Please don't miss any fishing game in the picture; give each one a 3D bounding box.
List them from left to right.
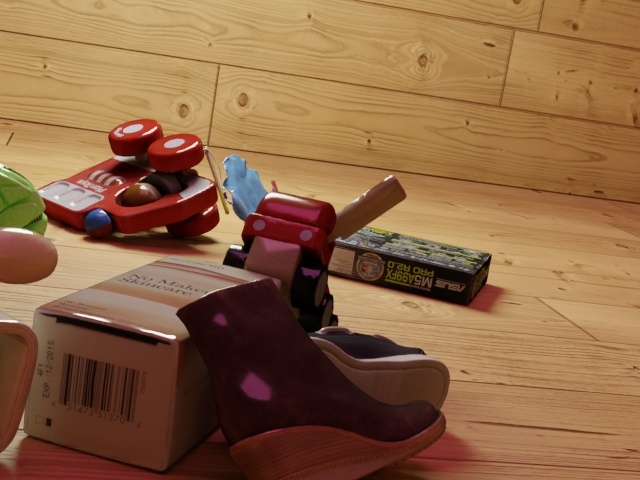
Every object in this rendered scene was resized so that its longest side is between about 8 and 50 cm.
[{"bbox_3d":[-0.128,-0.066,1.923,0.041,0.189,0.264,-27,-18,18],"label":"fishing game"}]

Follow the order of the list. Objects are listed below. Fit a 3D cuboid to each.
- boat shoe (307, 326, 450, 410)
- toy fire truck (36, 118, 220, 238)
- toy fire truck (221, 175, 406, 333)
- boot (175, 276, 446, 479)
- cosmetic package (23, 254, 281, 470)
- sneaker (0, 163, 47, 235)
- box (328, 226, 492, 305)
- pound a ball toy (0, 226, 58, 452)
[{"bbox_3d":[0.004,0.147,1.112,0.303,0.114,0.091,15,5,-42],"label":"boat shoe"},{"bbox_3d":[-0.339,-0.081,1.891,0.254,0.169,0.302,-31,36,-32],"label":"toy fire truck"},{"bbox_3d":[0.000,0.000,1.331,0.159,0.246,0.217,12,-26,13],"label":"toy fire truck"},{"bbox_3d":[0.000,0.123,0.977,0.248,0.206,0.090,-12,-19,-48],"label":"boot"},{"bbox_3d":[-0.158,0.111,1.083,0.153,0.129,0.296,11,11,13],"label":"cosmetic package"},{"bbox_3d":[-0.573,-0.049,1.261,0.483,0.185,0.202,1,28,-19],"label":"sneaker"},{"bbox_3d":[0.154,0.038,1.878,0.270,0.060,0.216,13,11,14],"label":"box"},{"bbox_3d":[-0.354,0.062,0.961,0.319,0.208,0.136,17,3,37],"label":"pound a ball toy"}]
